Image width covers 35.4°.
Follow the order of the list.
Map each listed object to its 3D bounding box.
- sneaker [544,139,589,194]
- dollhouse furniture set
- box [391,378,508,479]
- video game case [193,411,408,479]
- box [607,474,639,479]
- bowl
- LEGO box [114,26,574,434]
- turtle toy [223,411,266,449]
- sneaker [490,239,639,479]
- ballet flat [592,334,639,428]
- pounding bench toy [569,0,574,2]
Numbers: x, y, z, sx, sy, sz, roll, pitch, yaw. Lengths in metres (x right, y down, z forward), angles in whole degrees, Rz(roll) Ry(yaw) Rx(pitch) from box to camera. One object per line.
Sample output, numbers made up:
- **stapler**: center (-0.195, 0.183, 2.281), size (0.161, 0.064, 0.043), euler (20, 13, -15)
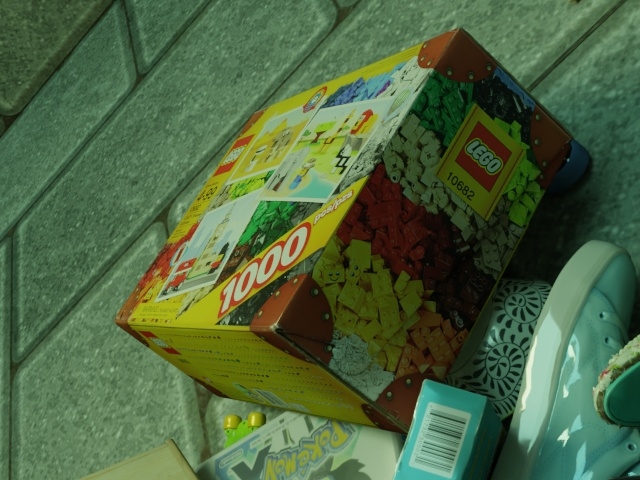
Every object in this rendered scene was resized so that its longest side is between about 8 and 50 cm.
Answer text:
- **sneaker**: center (0.218, -0.117, 1.227), size (0.232, 0.090, 0.081), euler (18, 78, 55)
- **dollhouse furniture set**: center (-0.209, 0.450, 1.248), size (0.173, 0.356, 0.303), euler (-20, 35, -22)
- **box**: center (0.133, 0.215, 0.942), size (0.060, 0.244, 0.101), euler (13, 72, 23)
- **video game case**: center (-0.023, 0.326, 1.123), size (0.329, 0.036, 0.300), euler (-35, 43, 28)
- **box**: center (0.299, 0.309, 0.694), size (0.165, 0.143, 0.270), euler (-7, 51, 8)
- **bowl**: center (0.171, 0.104, 1.075), size (0.170, 0.080, 0.170), euler (-59, 15, 26)
- **LEGO box**: center (0.000, 0.000, 1.192), size (0.372, 0.193, 0.500), euler (-59, 22, -19)
- **turtle toy**: center (-0.076, 0.274, 1.305), size (0.130, 0.066, 0.095), euler (-15, 63, 43)
- **sneaker**: center (0.265, 0.176, 0.935), size (0.150, 0.135, 0.366), euler (10, 71, 31)
- **ballet flat**: center (0.340, 0.091, 0.880), size (0.241, 0.091, 0.077), euler (-23, 20, -4)
- **pounding bench toy**: center (0.328, -0.364, 1.308), size (0.052, 0.065, 0.083), euler (-31, 42, 35)
